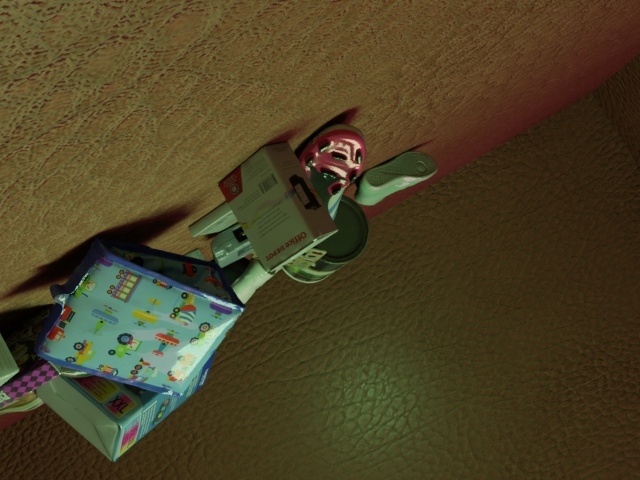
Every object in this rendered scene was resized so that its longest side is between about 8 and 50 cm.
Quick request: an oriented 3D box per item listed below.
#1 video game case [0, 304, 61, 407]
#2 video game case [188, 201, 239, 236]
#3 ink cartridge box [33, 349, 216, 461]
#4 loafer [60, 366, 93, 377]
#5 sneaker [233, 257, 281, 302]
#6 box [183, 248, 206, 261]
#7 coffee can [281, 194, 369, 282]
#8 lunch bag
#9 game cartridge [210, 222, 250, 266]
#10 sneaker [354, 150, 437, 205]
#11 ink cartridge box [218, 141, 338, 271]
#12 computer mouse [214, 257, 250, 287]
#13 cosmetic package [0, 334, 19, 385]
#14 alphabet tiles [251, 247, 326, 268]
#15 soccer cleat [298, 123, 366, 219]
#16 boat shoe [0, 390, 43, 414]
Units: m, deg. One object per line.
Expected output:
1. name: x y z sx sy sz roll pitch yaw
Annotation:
1. video game case: -0.587 0.235 1.271 0.232 0.042 0.210 -29 -150 -4
2. video game case: -0.128 -0.080 1.459 0.204 0.025 0.285 -32 175 21
3. ink cartridge box: -0.447 0.298 1.685 0.395 0.270 0.151 -36 156 -52
4. loafer: -0.451 0.196 1.561 0.366 0.134 0.130 -14 147 -40
5. sneaker: -0.207 0.098 2.119 0.169 0.108 0.292 -41 -178 13
6. box: -0.345 0.092 1.677 0.137 0.072 0.126 -27 174 -21
7. coffee can: 0.000 0.000 2.002 0.201 0.201 0.275 -28 175 -22
8. lunch bag: -0.315 0.127 1.160 0.293 0.138 0.221 22 110 -44
9. game cartridge: -0.112 -0.035 1.567 0.297 0.062 0.198 -29 180 -11
10. sneaker: 0.213 -0.180 2.038 0.256 0.094 0.151 -17 165 -23
11. ink cartridge box: -0.072 -0.054 1.150 0.127 0.175 0.072 -33 174 35
12. computer mouse: -0.306 0.108 2.011 0.272 0.072 0.188 -28 -158 47
13. cosmetic package: -0.607 0.210 1.071 0.085 0.117 0.231 -35 172 37
14. alphabet tiles: -0.124 0.028 1.823 0.237 0.009 0.198 13 162 -14
15. soccer cleat: 0.002 -0.133 1.324 0.116 0.143 0.331 12 144 -10
16. boat shoe: -0.812 0.369 1.650 0.324 0.123 0.116 -22 146 5
